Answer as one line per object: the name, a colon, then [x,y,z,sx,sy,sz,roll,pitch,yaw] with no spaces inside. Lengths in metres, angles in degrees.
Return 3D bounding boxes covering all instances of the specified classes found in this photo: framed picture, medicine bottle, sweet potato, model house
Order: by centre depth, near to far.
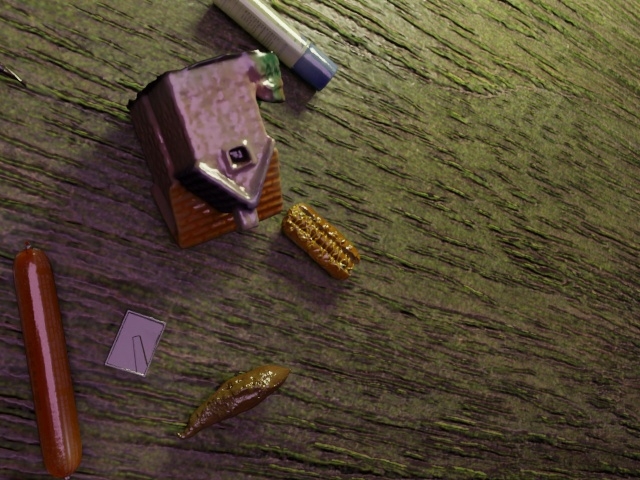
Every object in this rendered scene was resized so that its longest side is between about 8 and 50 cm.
model house: [-0.136,-0.129,0.822,0.202,0.237,0.238,-22,101,-31]
framed picture: [-0.283,0.159,0.855,0.066,0.006,0.089,24,78,-22]
sweet potato: [-0.137,0.251,0.888,0.205,0.068,0.060,-31,75,-18]
medicine bottle: [-0.074,-0.352,0.953,0.230,0.059,0.059,36,73,-19]

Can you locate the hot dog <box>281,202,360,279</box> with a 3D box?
hot dog: [0.000,0.000,0.975,0.165,0.045,0.071,42,73,-18]

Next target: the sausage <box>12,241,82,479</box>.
sausage: [-0.383,0.173,0.782,0.053,0.053,0.348,-9,91,-25]

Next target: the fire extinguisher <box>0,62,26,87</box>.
fire extinguisher: [-0.556,-0.158,0.697,0.341,0.105,0.142,-37,120,-22]
